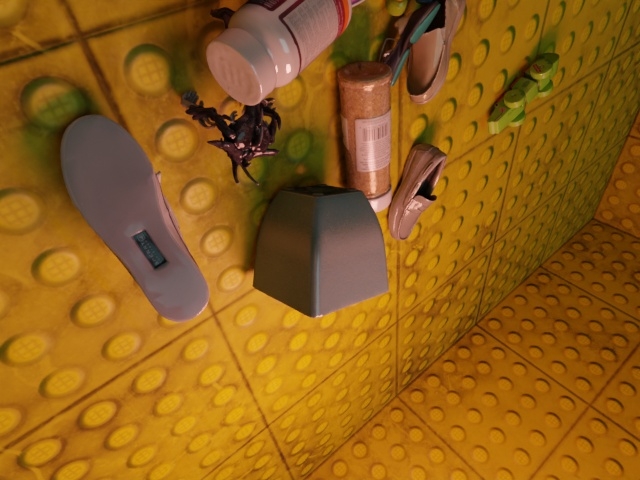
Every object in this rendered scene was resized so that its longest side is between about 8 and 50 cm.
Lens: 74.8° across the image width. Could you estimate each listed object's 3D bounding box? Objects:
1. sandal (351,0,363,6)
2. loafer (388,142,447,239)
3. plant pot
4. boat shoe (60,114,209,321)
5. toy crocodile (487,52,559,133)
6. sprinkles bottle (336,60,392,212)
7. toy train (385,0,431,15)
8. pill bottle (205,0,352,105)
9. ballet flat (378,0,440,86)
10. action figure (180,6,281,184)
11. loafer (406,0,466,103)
[{"bbox_3d":[-0.006,-0.478,0.720,0.417,0.102,0.169,-24,135,-31],"label":"sandal"},{"bbox_3d":[0.294,-0.133,1.280,0.112,0.111,0.319,-14,128,-38],"label":"loafer"},{"bbox_3d":[0.000,0.000,0.997,0.248,0.247,0.252,-13,111,-39],"label":"plant pot"},{"bbox_3d":[-0.314,-0.036,0.739,0.136,0.156,0.366,-33,109,-16],"label":"boat shoe"},{"bbox_3d":[0.678,-0.497,1.405,0.340,0.105,0.115,-47,142,1],"label":"toy crocodile"},{"bbox_3d":[0.113,-0.236,1.012,0.121,0.121,0.355,-32,137,-24],"label":"sprinkles bottle"},{"bbox_3d":[0.168,-0.515,0.856,0.248,0.105,0.143,-35,-178,-12],"label":"toy train"},{"bbox_3d":[-0.059,-0.309,0.625,0.221,0.121,0.121,-51,144,-23],"label":"pill bottle"},{"bbox_3d":[0.186,-0.454,0.949,0.074,0.074,0.203,2,129,-46],"label":"ballet flat"},{"bbox_3d":[-0.144,-0.242,0.742,0.164,0.141,0.275,-3,105,-46],"label":"action figure"},{"bbox_3d":[0.258,-0.468,1.003,0.092,0.102,0.268,-1,110,-43],"label":"loafer"}]
